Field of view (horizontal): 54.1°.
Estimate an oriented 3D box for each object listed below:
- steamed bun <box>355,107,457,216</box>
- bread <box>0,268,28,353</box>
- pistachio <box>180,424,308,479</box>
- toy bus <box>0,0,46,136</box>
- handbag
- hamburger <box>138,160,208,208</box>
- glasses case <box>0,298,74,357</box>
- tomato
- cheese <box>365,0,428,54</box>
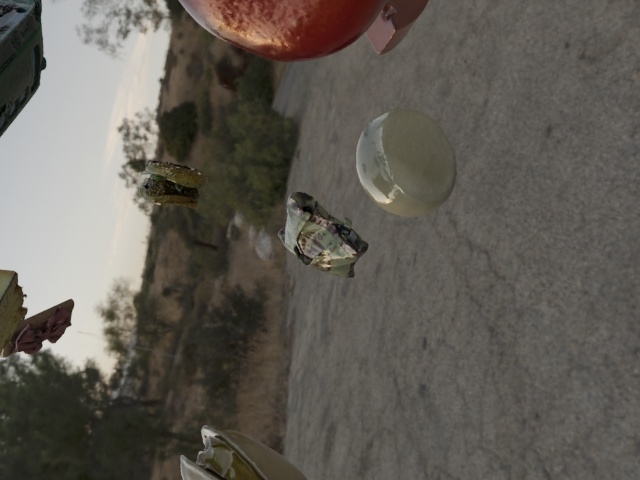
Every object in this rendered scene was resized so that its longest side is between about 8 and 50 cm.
[{"bbox_3d":[0.206,-0.189,1.615,0.177,0.282,0.283,-34,42,54],"label":"steamed bun"},{"bbox_3d":[-0.374,0.095,0.742,0.109,0.080,0.084,64,-146,-52],"label":"bread"},{"bbox_3d":[-0.084,0.327,0.804,0.126,0.223,0.152,-50,15,-29],"label":"pistachio"},{"bbox_3d":[-0.588,-0.262,1.020,0.200,0.183,0.344,106,177,-46],"label":"toy bus"},{"bbox_3d":[0.000,0.000,1.418,0.127,0.213,0.235,-54,-6,-17],"label":"handbag"},{"bbox_3d":[-0.405,-0.159,1.703,0.177,0.185,0.114,-45,-23,-71],"label":"hamburger"},{"bbox_3d":[-0.639,0.205,1.443,0.102,0.070,0.193,-43,-8,38],"label":"glasses case"},{"bbox_3d":[-0.058,-0.404,0.851,0.290,0.324,0.293,-58,23,28],"label":"tomato"},{"bbox_3d":[0.164,-0.555,1.517,0.128,0.202,0.177,138,138,-63],"label":"cheese"}]
